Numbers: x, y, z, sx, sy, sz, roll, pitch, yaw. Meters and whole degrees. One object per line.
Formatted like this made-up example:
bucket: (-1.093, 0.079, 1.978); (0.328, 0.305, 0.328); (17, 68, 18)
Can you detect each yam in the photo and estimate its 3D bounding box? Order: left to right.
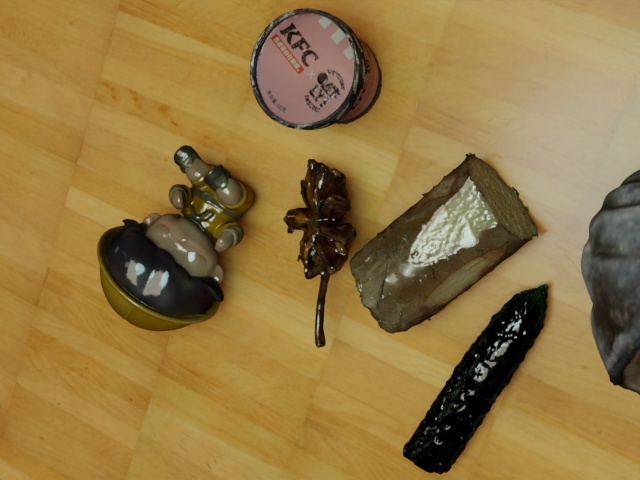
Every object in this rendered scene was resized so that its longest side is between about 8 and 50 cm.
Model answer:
yam: (0.146, 0.012, 1.204); (0.238, 0.128, 0.129); (-39, 43, 22)

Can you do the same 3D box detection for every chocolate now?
chocolate: (0.417, 0.012, 1.023); (0.303, 0.303, 0.213); (-34, 56, 23)

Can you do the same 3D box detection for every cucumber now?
cucumber: (0.207, 0.178, 1.226); (0.072, 0.072, 0.300); (34, 108, 16)

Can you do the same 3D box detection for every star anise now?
star anise: (-0.003, 0.002, 1.277); (0.177, 0.073, 0.234); (-120, 40, -54)

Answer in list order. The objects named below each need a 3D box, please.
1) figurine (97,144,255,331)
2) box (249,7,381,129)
figurine: (-0.197, 0.011, 1.336); (0.192, 0.167, 0.257); (39, 86, 19)
box: (0.002, -0.217, 1.235); (0.151, 0.135, 0.151); (1, 93, 23)
